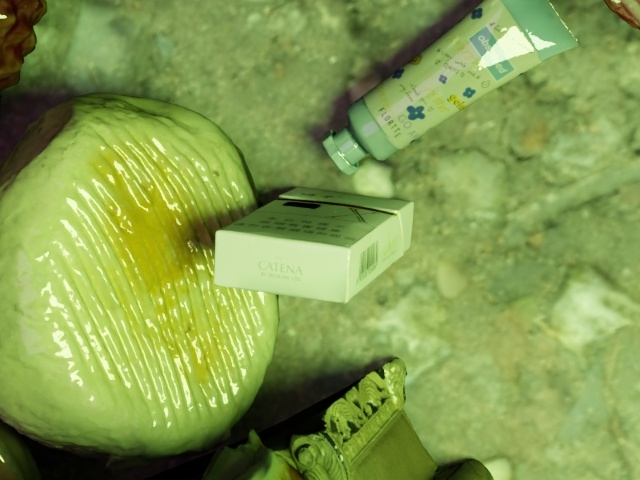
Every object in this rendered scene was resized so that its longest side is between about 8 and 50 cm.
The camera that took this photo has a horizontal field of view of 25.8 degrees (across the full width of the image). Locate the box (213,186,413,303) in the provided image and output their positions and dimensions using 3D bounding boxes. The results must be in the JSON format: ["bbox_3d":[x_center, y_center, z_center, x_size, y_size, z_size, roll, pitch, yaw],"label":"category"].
[{"bbox_3d":[0.000,0.001,0.874,0.083,0.154,0.040,5,104,16],"label":"box"}]

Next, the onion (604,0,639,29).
[{"bbox_3d":[0.283,-0.206,0.741,0.206,0.216,0.207,28,66,-23],"label":"onion"}]

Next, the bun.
[{"bbox_3d":[-0.134,0.032,0.907,0.153,0.243,0.244,-3,99,47],"label":"bun"}]

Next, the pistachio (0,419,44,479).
[{"bbox_3d":[-0.387,0.164,0.953,0.445,0.281,0.365,25,128,12],"label":"pistachio"}]

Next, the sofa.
[{"bbox_3d":[-0.023,0.214,0.893,0.258,0.200,0.182,-27,88,17],"label":"sofa"}]

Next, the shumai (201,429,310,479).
[{"bbox_3d":[-0.089,0.226,0.751,0.260,0.222,0.225,-30,79,54],"label":"shumai"}]

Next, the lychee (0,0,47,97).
[{"bbox_3d":[-0.328,-0.181,0.895,0.304,0.276,0.276,20,105,-13],"label":"lychee"}]

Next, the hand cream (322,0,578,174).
[{"bbox_3d":[0.077,-0.102,0.896,0.170,0.043,0.065,-35,100,15],"label":"hand cream"}]
